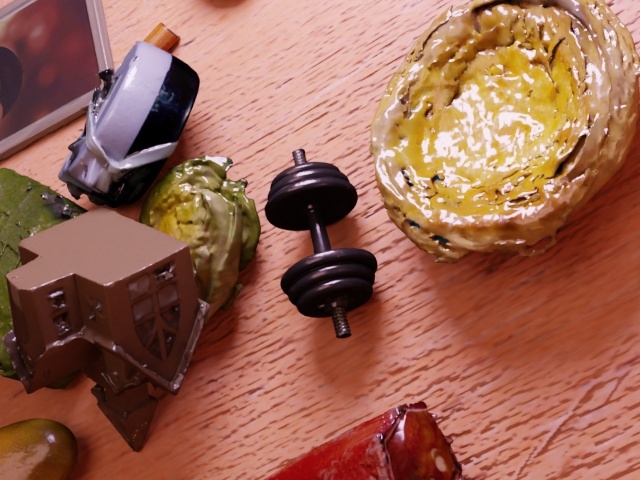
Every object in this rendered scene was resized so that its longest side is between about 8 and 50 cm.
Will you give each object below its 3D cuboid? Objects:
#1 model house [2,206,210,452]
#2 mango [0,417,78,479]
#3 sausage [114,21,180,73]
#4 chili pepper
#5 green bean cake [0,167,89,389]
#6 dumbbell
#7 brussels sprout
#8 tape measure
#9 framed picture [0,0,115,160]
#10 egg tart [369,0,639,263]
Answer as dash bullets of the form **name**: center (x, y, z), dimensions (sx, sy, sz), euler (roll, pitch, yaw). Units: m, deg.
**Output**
- **model house**: center (-0.221, 0.121, 1.251), dimensions (0.181, 0.176, 0.248), euler (19, 125, 44)
- **mango**: center (-0.358, 0.278, 1.341), dimensions (0.227, 0.099, 0.136), euler (-42, 53, 2)
- **sausage**: center (-0.213, -0.211, 1.458), dimensions (0.107, 0.031, 0.031), euler (-46, 57, 8)
- **chili pepper**: center (0.015, 0.261, 1.135), dimensions (0.253, 0.136, 0.144), euler (-29, 106, 30)
- **green bean cake**: center (-0.332, 0.044, 1.393), dimensions (0.200, 0.113, 0.214), euler (28, 90, 33)
- **dumbbell**: center (0.000, 0.000, 1.223), dimensions (0.099, 0.099, 0.208), euler (-24, 63, 21)
- **brussels sprout**: center (-0.132, 0.004, 1.301), dimensions (0.139, 0.100, 0.180), euler (15, 107, 32)
- **tape measure**: center (-0.210, -0.126, 1.349), dimensions (0.181, 0.107, 0.182), euler (-66, 16, -9)
- **framed picture**: center (-0.390, -0.210, 1.570), dimensions (0.290, 0.020, 0.211), euler (-24, 64, 21)
- **egg tart**: center (0.179, -0.100, 1.154), dimensions (0.291, 0.107, 0.290), euler (-14, 63, 29)
